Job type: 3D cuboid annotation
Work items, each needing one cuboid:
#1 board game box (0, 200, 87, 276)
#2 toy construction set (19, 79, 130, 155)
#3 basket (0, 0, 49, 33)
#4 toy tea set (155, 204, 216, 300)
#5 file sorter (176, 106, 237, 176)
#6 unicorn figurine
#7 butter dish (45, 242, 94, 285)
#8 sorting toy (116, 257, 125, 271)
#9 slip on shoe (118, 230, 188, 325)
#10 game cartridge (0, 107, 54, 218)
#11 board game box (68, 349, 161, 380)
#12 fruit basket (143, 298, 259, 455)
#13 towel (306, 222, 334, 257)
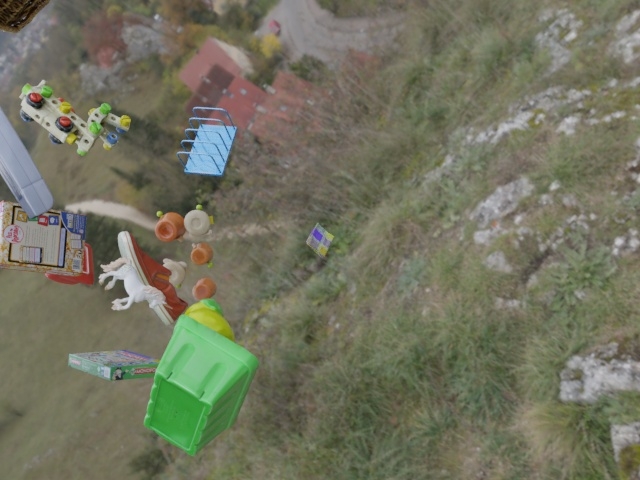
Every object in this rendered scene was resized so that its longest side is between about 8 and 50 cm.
[{"bbox_3d":[-0.643,-0.001,1.534,0.045,0.193,0.147,-15,70,45],"label":"board game box"},{"bbox_3d":[-0.745,-0.375,1.954,0.151,0.327,0.215,-63,-2,38],"label":"toy construction set"},{"bbox_3d":[-0.813,-0.708,1.804,0.299,0.223,0.213,-40,39,6],"label":"basket"},{"bbox_3d":[-0.442,0.045,2.245,0.124,0.200,0.336,-79,-14,-77],"label":"toy tea set"},{"bbox_3d":[-0.328,-0.287,1.924,0.118,0.104,0.170,6,63,13],"label":"file sorter"},{"bbox_3d":[-0.416,0.109,1.478,0.111,0.162,0.060,-27,6,-10],"label":"unicorn figurine"},{"bbox_3d":[-0.802,0.076,2.078,0.118,0.160,0.160,-31,56,25],"label":"butter dish"},{"bbox_3d":[-0.630,0.093,2.170,0.083,0.075,0.045,-50,31,10],"label":"sorting toy"},{"bbox_3d":[-0.501,0.103,1.990,0.101,0.331,0.123,-36,29,-19],"label":"slip on shoe"},{"bbox_3d":[-0.642,-0.183,1.361,0.060,0.294,0.196,-32,14,-21],"label":"game cartridge"},{"bbox_3d":[-0.684,0.420,2.257,0.317,0.213,0.046,1,88,46],"label":"board game box"},{"bbox_3d":[-0.312,0.338,1.831,0.392,0.283,0.392,-59,-6,-11],"label":"fruit basket"},{"bbox_3d":[0.000,0.000,1.629,0.009,0.060,0.083,-35,19,42],"label":"towel"}]
